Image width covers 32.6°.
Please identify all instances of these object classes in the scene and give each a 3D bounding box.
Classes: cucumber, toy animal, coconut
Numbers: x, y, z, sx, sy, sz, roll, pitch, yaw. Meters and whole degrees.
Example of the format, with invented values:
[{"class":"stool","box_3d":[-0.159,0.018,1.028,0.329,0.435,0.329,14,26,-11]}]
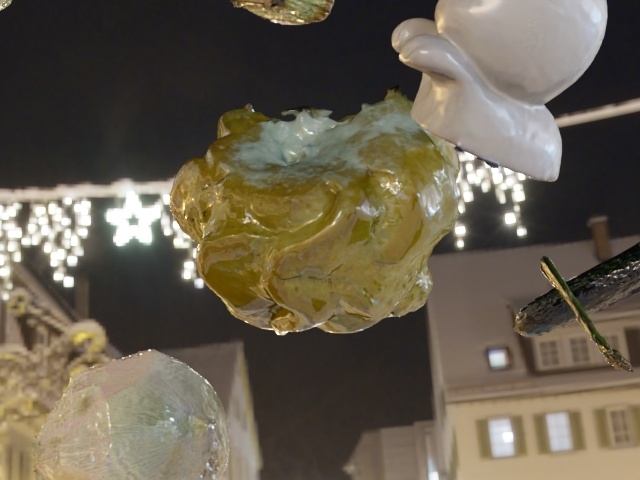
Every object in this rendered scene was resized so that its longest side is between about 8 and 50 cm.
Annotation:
[{"class":"cucumber","box_3d":[0.371,0.072,1.513,0.245,0.067,0.067,-30,-30,18]},{"class":"toy animal","box_3d":[0.125,-0.152,0.623,0.131,0.220,0.104,27,21,8]},{"class":"coconut","box_3d":[-0.178,0.199,1.090,0.194,0.194,0.194,-4,-22,-2]}]

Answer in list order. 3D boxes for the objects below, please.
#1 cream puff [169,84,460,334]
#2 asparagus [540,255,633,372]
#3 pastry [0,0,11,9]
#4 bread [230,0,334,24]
[{"class":"cream puff","box_3d":[0.005,0.003,1.193,0.323,0.274,0.269,-3,-53,21]},{"class":"asparagus","box_3d":[0.331,0.093,1.386,0.022,0.233,0.023,25,-67,-33]},{"class":"pastry","box_3d":[-0.450,-0.343,1.010,0.312,0.388,0.388,-45,-33,8]},{"class":"bread","box_3d":[-0.036,-0.314,1.251,0.069,0.128,0.140,13,3,-36]}]
